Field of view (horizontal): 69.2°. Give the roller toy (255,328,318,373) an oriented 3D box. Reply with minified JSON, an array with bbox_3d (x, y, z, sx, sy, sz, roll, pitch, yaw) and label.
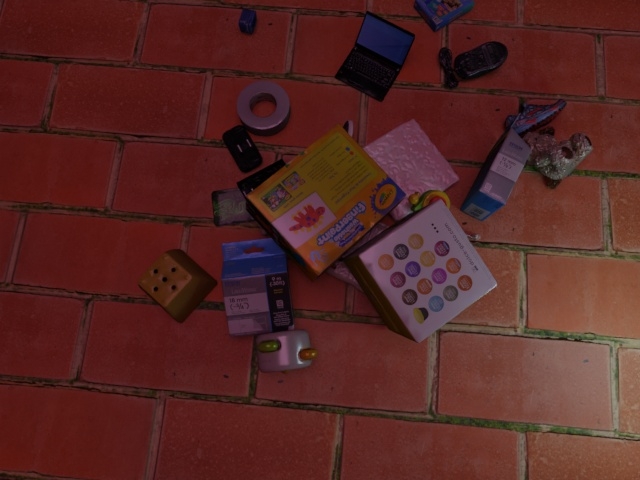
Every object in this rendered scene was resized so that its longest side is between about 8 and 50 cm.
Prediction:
[{"bbox_3d":[-0.128,0.400,1.658,0.209,0.191,0.146,-4,78,-18],"label":"roller toy"}]

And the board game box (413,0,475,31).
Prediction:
[{"bbox_3d":[0.542,-1.035,2.038,0.210,0.047,0.160,-32,79,-6],"label":"board game box"}]

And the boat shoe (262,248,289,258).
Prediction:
[{"bbox_3d":[-0.090,0.022,1.791,0.268,0.096,0.088,-2,74,-1],"label":"boat shoe"}]

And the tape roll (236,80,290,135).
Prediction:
[{"bbox_3d":[-0.234,-0.547,1.927,0.219,0.072,0.219,0,79,1],"label":"tape roll"}]

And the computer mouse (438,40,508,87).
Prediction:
[{"bbox_3d":[0.650,-0.756,1.971,0.272,0.072,0.188,-14,80,10],"label":"computer mouse"}]

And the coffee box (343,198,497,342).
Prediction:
[{"bbox_3d":[0.321,0.106,1.611,0.334,0.338,0.337,-34,90,-8],"label":"coffee box"}]

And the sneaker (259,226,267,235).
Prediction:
[{"bbox_3d":[-0.145,-0.115,1.822,0.126,0.091,0.240,21,102,-23],"label":"sneaker"}]

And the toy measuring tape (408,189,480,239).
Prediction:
[{"bbox_3d":[0.488,-0.113,1.784,0.330,0.121,0.121,23,78,-11],"label":"toy measuring tape"}]

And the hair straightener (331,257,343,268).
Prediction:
[{"bbox_3d":[0.000,0.000,1.751,0.230,0.047,0.089,43,70,8],"label":"hair straightener"}]

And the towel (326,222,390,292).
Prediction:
[{"bbox_3d":[0.160,0.043,1.807,0.187,0.049,0.282,27,81,7],"label":"towel"}]

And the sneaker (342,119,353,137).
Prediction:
[{"bbox_3d":[0.035,-0.365,1.866,0.147,0.104,0.295,18,83,-1],"label":"sneaker"}]

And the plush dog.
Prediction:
[{"bbox_3d":[0.896,-0.346,1.841,0.262,0.210,0.225,-26,62,-33],"label":"plush dog"}]

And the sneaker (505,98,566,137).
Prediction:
[{"bbox_3d":[0.877,-0.526,1.896,0.262,0.104,0.125,-29,77,-6],"label":"sneaker"}]

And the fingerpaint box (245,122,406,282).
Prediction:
[{"bbox_3d":[0.017,-0.136,1.678,0.445,0.163,0.371,-42,86,-17],"label":"fingerpaint box"}]

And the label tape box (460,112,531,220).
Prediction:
[{"bbox_3d":[0.683,-0.269,1.766,0.115,0.249,0.347,30,80,7],"label":"label tape box"}]

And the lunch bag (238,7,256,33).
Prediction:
[{"bbox_3d":[-0.312,-0.951,2.018,0.065,0.067,0.098,13,79,4],"label":"lunch bag"}]

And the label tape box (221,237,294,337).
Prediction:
[{"bbox_3d":[-0.233,0.169,1.696,0.241,0.106,0.333,-7,100,-1],"label":"label tape box"}]

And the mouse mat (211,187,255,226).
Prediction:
[{"bbox_3d":[-0.341,-0.140,1.873,0.190,0.007,0.152,-9,78,-1],"label":"mouse mat"}]

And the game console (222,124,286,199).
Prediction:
[{"bbox_3d":[-0.269,-0.319,1.892,0.213,0.044,0.361,-29,79,-8],"label":"game console"}]

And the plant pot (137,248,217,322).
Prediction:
[{"bbox_3d":[-0.545,0.157,1.717,0.212,0.187,0.212,40,81,8],"label":"plant pot"}]

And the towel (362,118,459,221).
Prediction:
[{"bbox_3d":[0.339,-0.289,1.875,0.317,0.053,0.331,-32,80,-7],"label":"towel"}]

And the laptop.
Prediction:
[{"bbox_3d":[0.224,-0.766,1.937,0.234,0.136,0.264,30,80,7],"label":"laptop"}]
